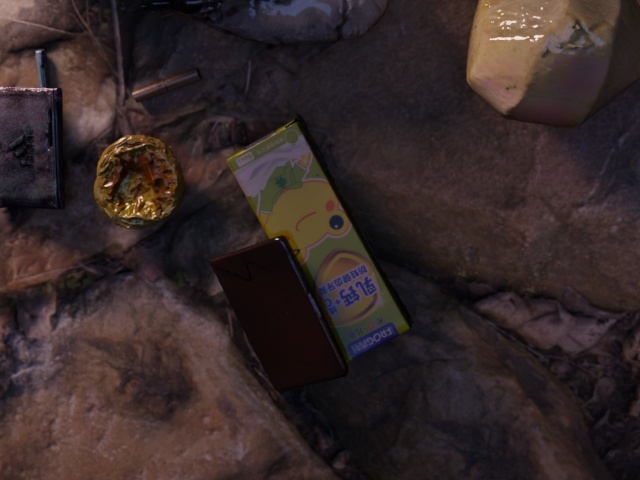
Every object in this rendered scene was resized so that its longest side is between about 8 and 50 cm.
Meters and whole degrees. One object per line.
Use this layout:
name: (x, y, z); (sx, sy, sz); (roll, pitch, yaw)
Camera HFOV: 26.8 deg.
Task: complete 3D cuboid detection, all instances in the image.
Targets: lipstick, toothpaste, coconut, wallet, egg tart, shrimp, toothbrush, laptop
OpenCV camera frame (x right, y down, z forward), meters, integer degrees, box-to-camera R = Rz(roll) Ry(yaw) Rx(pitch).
lipstick: (-0.207, -0.209, 1.810); (0.094, 0.019, 0.019); (-20, 96, 6)
toothpaste: (0.000, 0.000, 1.795); (0.110, 0.077, 0.328); (-28, 95, 6)
coconut: (0.300, -0.238, 1.675); (0.236, 0.237, 0.197); (11, 103, 2)
wallet: (-0.396, -0.125, 1.819); (0.111, 0.030, 0.166); (3, 98, 25)
egg tart: (-0.245, -0.081, 1.813); (0.130, 0.052, 0.130); (1, 99, 3)
shrimp: (-0.080, -0.323, 1.739); (0.342, 0.116, 0.145); (-3, 97, -3)
toothbrush: (-0.372, -0.150, 1.831); (0.019, 0.016, 0.220); (-2, 99, 13)
laptop: (-0.053, 0.099, 1.793); (0.154, 0.026, 0.207); (-19, 101, 43)
